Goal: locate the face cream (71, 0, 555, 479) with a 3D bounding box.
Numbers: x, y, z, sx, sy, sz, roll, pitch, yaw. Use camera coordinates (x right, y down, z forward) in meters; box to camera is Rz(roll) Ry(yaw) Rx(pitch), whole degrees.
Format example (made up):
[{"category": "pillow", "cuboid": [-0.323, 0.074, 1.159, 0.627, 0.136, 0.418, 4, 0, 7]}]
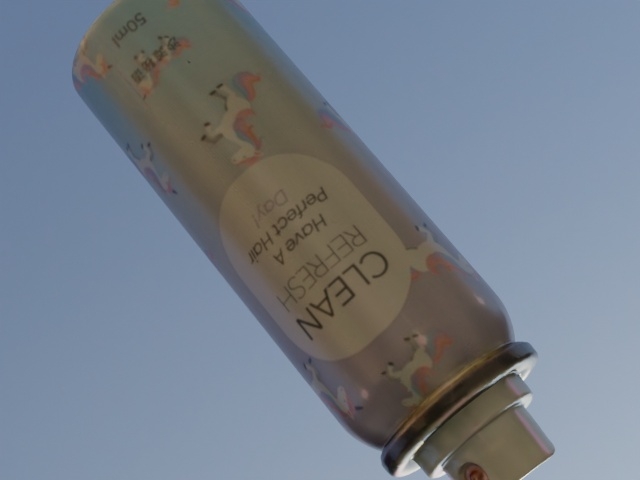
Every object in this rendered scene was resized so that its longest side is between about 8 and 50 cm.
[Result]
[{"category": "face cream", "cuboid": [0.000, 0.000, 0.485, 0.075, 0.075, 0.229, -37, -108, -13]}]
